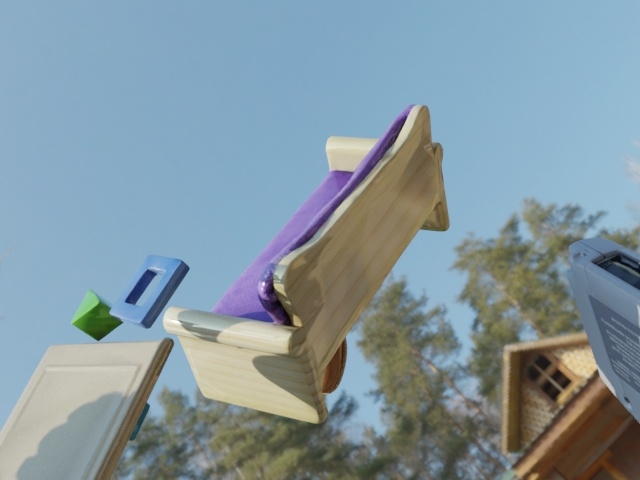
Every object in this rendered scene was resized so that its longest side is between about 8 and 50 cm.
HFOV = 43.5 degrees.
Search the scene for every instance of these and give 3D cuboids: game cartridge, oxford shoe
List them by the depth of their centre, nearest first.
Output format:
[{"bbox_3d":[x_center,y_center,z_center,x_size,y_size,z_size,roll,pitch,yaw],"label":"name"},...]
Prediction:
[{"bbox_3d":[0.328,0.121,0.731,0.060,0.294,0.196,-20,-73,-4],"label":"game cartridge"},{"bbox_3d":[-0.007,0.119,1.112,0.076,0.076,0.212,-38,-54,-73],"label":"oxford shoe"}]

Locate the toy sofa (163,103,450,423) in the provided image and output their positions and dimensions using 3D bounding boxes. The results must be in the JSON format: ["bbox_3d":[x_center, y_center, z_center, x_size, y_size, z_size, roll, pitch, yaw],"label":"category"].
[{"bbox_3d":[0.000,0.000,0.853,0.362,0.150,0.177,-51,-43,-43],"label":"toy sofa"}]

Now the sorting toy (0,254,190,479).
[{"bbox_3d":[-0.198,0.166,0.622,0.047,0.196,0.347,44,-127,-31],"label":"sorting toy"}]
